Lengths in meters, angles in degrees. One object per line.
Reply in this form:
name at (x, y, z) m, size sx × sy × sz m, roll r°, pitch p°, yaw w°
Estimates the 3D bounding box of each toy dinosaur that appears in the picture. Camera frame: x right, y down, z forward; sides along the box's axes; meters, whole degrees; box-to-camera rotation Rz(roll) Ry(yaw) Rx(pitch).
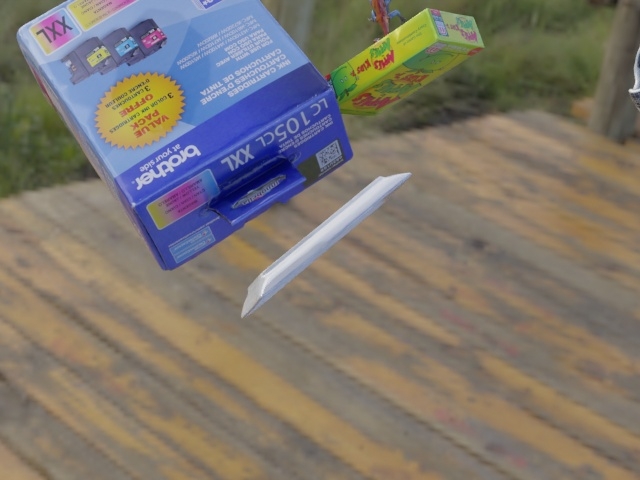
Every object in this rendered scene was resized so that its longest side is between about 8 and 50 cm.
toy dinosaur at (0.070, -0.284, 1.896) m, size 0.047 × 0.082 × 0.090 m, roll -14°, pitch -26°, yaw 28°

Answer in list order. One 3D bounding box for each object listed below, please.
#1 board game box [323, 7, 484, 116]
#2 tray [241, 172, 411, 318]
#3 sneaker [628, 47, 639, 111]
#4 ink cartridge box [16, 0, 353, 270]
board game box at (0.093, -0.207, 1.806) m, size 0.092 × 0.181 × 0.043 m, roll 0°, pitch 66°, yaw -49°
tray at (0.000, 0.000, 2.026) m, size 0.270 × 0.145 × 0.030 m, roll -40°, pitch 89°, yaw -18°
sneaker at (0.494, -0.273, 2.123) m, size 0.095 × 0.235 × 0.090 m, roll 34°, pitch -25°, yaw -32°
ink cartridge box at (-0.147, -0.152, 1.801) m, size 0.270 × 0.151 × 0.395 m, roll -32°, pitch 58°, yaw -8°
